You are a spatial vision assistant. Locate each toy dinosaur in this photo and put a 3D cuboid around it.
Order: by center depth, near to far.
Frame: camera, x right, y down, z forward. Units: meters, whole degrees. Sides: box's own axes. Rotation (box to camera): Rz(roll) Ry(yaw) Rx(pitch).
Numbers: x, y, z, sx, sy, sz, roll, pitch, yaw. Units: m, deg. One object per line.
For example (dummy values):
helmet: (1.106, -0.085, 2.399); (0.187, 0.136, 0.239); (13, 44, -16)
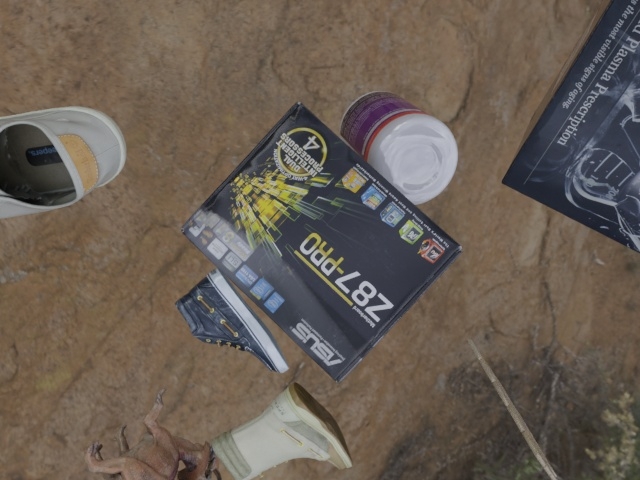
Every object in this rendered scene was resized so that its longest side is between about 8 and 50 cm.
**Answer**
toy dinosaur: (-0.292, 0.404, 1.035); (0.200, 0.127, 0.295); (48, 38, 6)

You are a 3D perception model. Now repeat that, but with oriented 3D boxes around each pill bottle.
pill bottle: (0.147, -0.210, 1.261); (0.181, 0.323, 0.182); (-6, 117, -12)

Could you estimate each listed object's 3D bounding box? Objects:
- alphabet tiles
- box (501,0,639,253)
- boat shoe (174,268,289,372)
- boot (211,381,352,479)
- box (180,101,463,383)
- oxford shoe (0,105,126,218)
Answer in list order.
alphabet tiles: (0.304, 0.276, 0.907); (0.009, 0.198, 0.237); (-32, 135, 9)
box: (0.446, -0.160, 0.703); (0.179, 0.312, 0.343); (-54, 167, -38)
boat shoe: (-0.128, 0.135, 0.868); (0.083, 0.065, 0.183); (-37, 97, -3)
boot: (-0.054, 0.327, 0.934); (0.165, 0.077, 0.213); (-33, 128, 1)
box: (0.000, 0.000, 1.067); (0.395, 0.097, 0.318); (44, 93, 7)
oxford shoe: (-0.501, -0.089, 0.853); (0.449, 0.130, 0.169); (-10, 117, 12)
